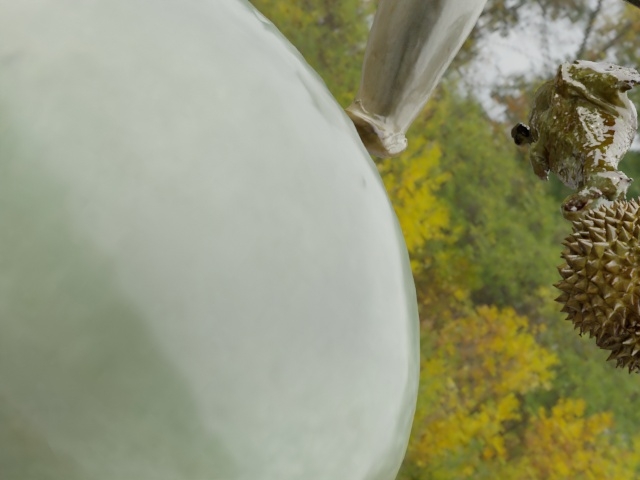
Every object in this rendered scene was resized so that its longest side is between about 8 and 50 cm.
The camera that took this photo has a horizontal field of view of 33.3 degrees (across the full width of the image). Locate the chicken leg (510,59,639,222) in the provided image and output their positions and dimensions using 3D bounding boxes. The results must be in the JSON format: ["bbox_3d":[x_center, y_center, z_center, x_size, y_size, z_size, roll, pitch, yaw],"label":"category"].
[{"bbox_3d":[0.400,-0.149,1.544,0.140,0.212,0.361,23,20,-17],"label":"chicken leg"}]

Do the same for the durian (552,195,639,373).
[{"bbox_3d":[0.269,0.034,0.865,0.168,0.158,0.137,118,-19,-51],"label":"durian"}]

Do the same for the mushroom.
[{"bbox_3d":[0.147,-0.323,1.623,0.154,0.407,0.137,29,-1,-9],"label":"mushroom"}]

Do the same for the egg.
[{"bbox_3d":[-0.115,-0.001,0.442,0.352,0.258,0.258,47,1,9],"label":"egg"}]

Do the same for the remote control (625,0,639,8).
[{"bbox_3d":[0.571,-0.388,1.765,0.222,0.072,0.042,45,-48,44],"label":"remote control"}]
